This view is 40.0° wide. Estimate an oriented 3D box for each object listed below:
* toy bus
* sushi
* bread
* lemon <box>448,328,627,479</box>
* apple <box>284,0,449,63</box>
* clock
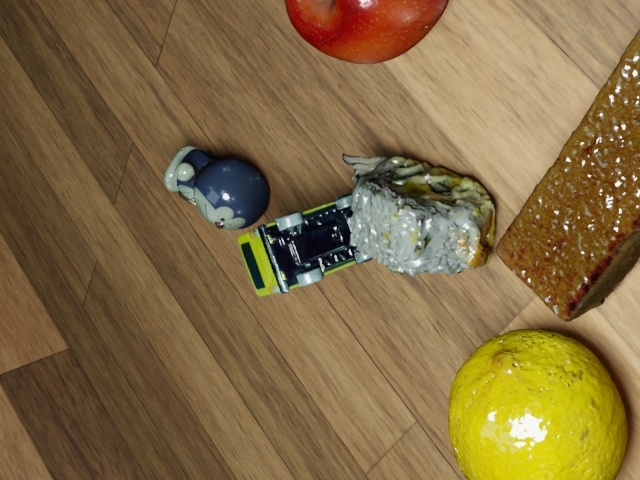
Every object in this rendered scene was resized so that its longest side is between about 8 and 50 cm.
[{"bbox_3d":[0.000,0.000,1.550,0.150,0.262,0.128,-19,91,59],"label":"toy bus"},{"bbox_3d":[0.147,-0.042,1.405,0.274,0.184,0.139,29,125,42],"label":"sushi"},{"bbox_3d":[0.393,-0.084,1.151,0.165,0.113,0.416,48,136,24],"label":"bread"},{"bbox_3d":[0.316,0.273,1.291,0.258,0.258,0.310,20,137,45],"label":"lemon"},{"bbox_3d":[0.067,-0.392,1.324,0.260,0.217,0.260,26,127,39],"label":"apple"},{"bbox_3d":[-0.216,-0.112,1.839,0.243,0.200,0.146,27,88,45],"label":"clock"}]
